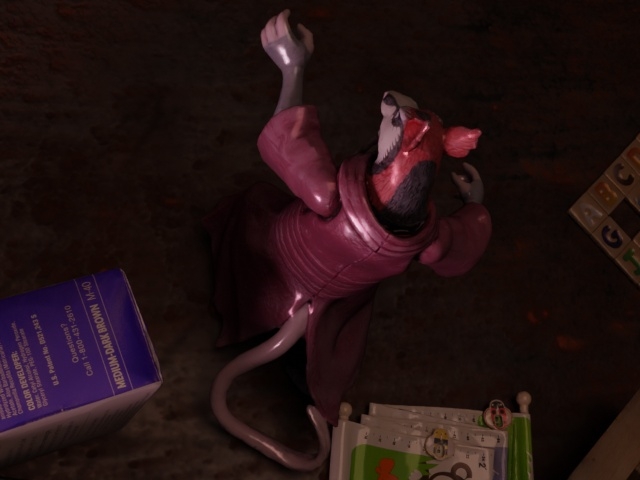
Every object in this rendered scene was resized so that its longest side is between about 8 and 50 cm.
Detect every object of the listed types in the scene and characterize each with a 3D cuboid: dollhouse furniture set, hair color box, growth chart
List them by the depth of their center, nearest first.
[{"bbox_3d":[-0.311,0.135,0.765,0.339,0.185,0.110,-17,76,-26],"label":"hair color box"},{"bbox_3d":[0.376,0.272,0.963,0.242,0.212,0.161,34,59,26],"label":"dollhouse furniture set"},{"bbox_3d":[0.113,0.236,0.981,0.237,0.021,0.172,2,70,-19],"label":"growth chart"}]

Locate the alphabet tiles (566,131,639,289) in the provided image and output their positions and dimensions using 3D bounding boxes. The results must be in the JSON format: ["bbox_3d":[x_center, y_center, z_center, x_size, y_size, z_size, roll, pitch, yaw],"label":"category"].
[{"bbox_3d":[0.432,-0.032,1.216,0.198,0.009,0.237,47,62,2],"label":"alphabet tiles"}]

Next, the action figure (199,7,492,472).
[{"bbox_3d":[0.000,0.000,0.830,0.248,0.370,0.275,28,61,-10],"label":"action figure"}]

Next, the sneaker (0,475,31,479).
[{"bbox_3d":[-0.230,0.314,0.670,0.258,0.169,0.447,17,20,19],"label":"sneaker"}]
